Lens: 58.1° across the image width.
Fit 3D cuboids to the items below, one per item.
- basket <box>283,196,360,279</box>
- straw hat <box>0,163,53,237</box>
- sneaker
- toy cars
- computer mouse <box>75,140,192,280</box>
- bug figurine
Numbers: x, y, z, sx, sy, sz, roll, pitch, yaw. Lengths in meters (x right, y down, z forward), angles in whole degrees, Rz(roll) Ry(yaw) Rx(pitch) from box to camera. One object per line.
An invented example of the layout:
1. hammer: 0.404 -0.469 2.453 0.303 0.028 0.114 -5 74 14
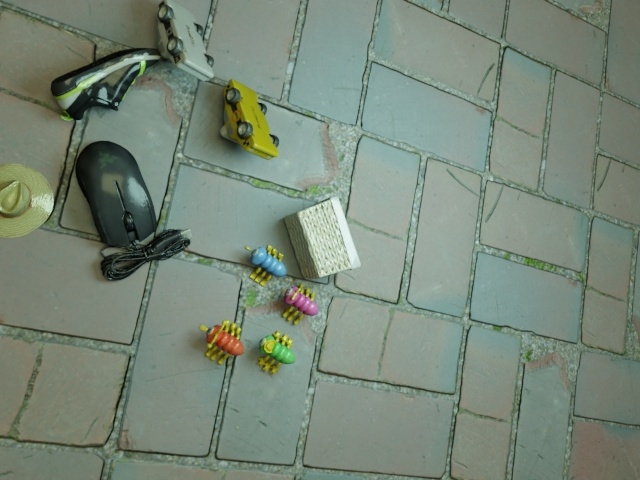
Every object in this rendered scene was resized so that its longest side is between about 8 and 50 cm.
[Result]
1. basket: 0.000 0.000 1.280 0.103 0.113 0.167 -20 93 -23
2. straw hat: -0.566 -0.077 1.058 0.145 0.061 0.144 3 83 -24
3. sneaker: -0.421 -0.311 1.155 0.235 0.084 0.097 -33 125 -24
4. toy cars: -0.230 -0.323 1.216 0.393 0.087 0.176 51 26 -13
5. computer mouse: -0.383 -0.074 1.135 0.189 0.072 0.272 -26 95 -24
6. bug figurine: -0.117 0.153 1.233 0.216 0.072 0.278 33 72 -18
